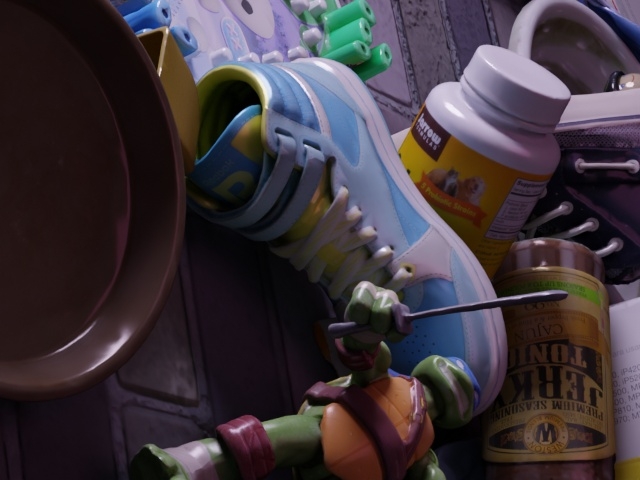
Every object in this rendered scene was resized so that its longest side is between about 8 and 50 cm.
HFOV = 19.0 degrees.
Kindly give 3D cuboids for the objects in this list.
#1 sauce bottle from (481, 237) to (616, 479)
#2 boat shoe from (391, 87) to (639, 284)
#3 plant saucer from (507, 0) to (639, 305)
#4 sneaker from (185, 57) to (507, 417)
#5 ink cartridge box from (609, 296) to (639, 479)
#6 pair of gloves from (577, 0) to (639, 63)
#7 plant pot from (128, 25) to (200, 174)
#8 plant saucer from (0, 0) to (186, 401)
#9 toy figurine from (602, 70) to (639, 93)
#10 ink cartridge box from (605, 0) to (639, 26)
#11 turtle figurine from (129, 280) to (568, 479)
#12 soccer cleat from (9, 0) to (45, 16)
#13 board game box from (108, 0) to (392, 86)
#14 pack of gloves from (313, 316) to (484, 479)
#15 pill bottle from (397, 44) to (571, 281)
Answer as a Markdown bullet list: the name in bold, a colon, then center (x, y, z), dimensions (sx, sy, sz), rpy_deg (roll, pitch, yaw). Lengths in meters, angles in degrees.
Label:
- **sauce bottle**: center (0.184, 0.163, 1.530), dimensions (0.111, 0.111, 0.344), rpy_deg (37, 43, -41)
- **boat shoe**: center (0.204, -0.035, 1.657), dimensions (0.341, 0.127, 0.158), rpy_deg (-10, 76, -20)
- **plant saucer**: center (0.272, -0.049, 1.927), dimensions (0.400, 0.101, 0.400), rpy_deg (39, 38, -40)
- **sneaker**: center (0.000, 0.000, 1.407), dimensions (0.208, 0.127, 0.319), rpy_deg (1, 52, -58)
- **ink cartridge box**: center (0.339, 0.262, 1.669), dimensions (0.279, 0.160, 0.384), rpy_deg (35, 40, -56)
- **pair of gloves**: center (0.298, -0.249, 2.079), dimensions (0.159, 0.023, 0.198), rpy_deg (44, -3, -30)
- **plant pot**: center (-0.125, -0.084, 1.328), dimensions (0.083, 0.081, 0.081), rpy_deg (54, 29, -42)
- **plant saucer**: center (-0.189, -0.040, 1.162), dimensions (0.278, 0.041, 0.277), rpy_deg (12, 74, -49)
- **toy figurine**: center (0.386, -0.083, 1.903), dimensions (0.213, 0.148, 0.209), rpy_deg (4, 71, -60)
- **ink cartridge box**: center (0.417, -0.176, 2.300), dimensions (0.239, 0.060, 0.275), rpy_deg (-30, 96, -60)
- **turtle figurine**: center (0.035, 0.141, 1.231), dimensions (0.266, 0.275, 0.197), rpy_deg (-26, 125, -28)
- **soccer cleat**: center (-0.207, -0.275, 1.315), dimensions (0.143, 0.116, 0.331), rpy_deg (39, 43, -54)
- **board game box**: center (-0.105, -0.307, 1.549), dimensions (0.390, 0.050, 0.390), rpy_deg (-6, 74, -59)
- **pack of gloves**: center (0.091, 0.149, 1.562), dimensions (0.232, 0.046, 0.195), rpy_deg (-8, 75, -49)
- **pill bottle**: center (0.113, -0.044, 1.527), dimensions (0.117, 0.215, 0.117), rpy_deg (24, 22, -10)
